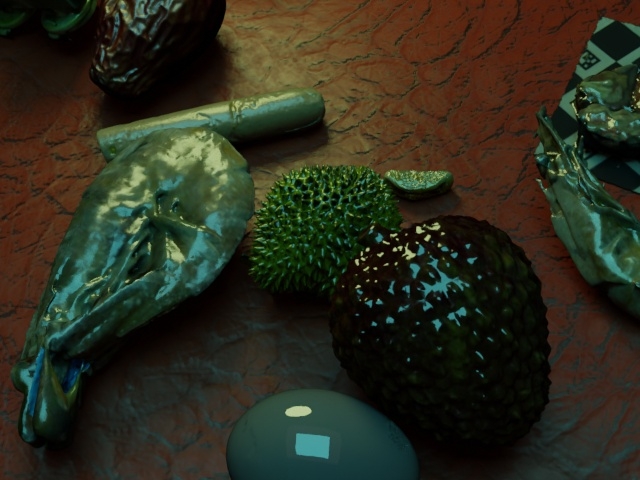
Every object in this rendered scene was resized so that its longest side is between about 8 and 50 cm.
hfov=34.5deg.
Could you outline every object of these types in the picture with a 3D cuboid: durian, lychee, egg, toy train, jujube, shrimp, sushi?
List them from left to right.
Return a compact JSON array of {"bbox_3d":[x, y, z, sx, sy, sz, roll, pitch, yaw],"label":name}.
[{"bbox_3d":[-0.409,-0.402,1.468,0.272,0.159,0.188,11,68,35],"label":"toy train"},{"bbox_3d":[-0.221,0.043,1.202,0.221,0.110,0.445,13,60,21],"label":"shrimp"},{"bbox_3d":[-0.231,-0.295,1.417,0.168,0.168,0.236,24,74,19],"label":"jujube"},{"bbox_3d":[0.002,0.227,1.050,0.199,0.146,0.146,15,59,6],"label":"egg"},{"bbox_3d":[0.003,-0.006,1.195,0.198,0.159,0.146,-18,52,-7],"label":"durian"},{"bbox_3d":[0.132,0.092,1.082,0.236,0.236,0.271,-33,90,-16],"label":"lychee"},{"bbox_3d":[0.391,-0.042,1.221,0.247,0.085,0.360,-38,70,-12],"label":"shrimp"},{"bbox_3d":[0.464,-0.180,1.336,0.292,0.059,0.294,22,60,17],"label":"sushi"}]

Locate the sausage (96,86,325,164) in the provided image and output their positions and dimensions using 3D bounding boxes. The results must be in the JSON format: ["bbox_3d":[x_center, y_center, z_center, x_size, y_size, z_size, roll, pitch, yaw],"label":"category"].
[{"bbox_3d":[-0.141,-0.150,1.362,0.301,0.066,0.066,-14,57,-4],"label":"sausage"}]

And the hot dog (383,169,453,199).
[{"bbox_3d":[0.123,-0.069,1.305,0.090,0.030,0.034,2,58,6],"label":"hot dog"}]
